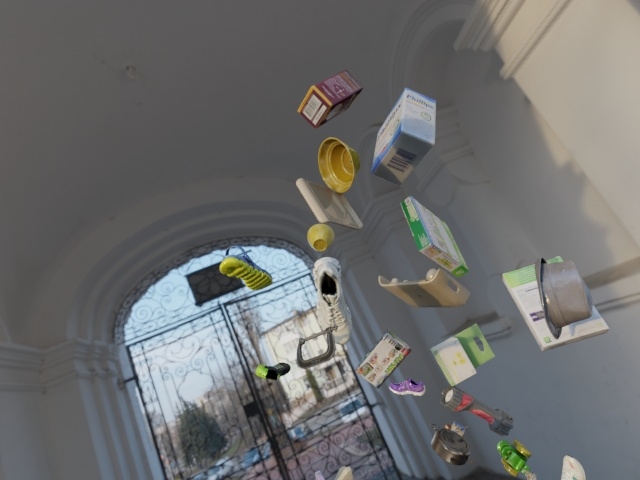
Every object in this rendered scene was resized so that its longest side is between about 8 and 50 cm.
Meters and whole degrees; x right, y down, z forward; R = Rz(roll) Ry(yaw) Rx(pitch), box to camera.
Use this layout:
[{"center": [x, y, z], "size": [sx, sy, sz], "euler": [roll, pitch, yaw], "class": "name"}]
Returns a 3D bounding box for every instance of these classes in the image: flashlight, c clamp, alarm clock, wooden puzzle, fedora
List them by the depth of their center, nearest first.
[{"center": [-0.010, 0.290, 1.151], "size": [0.161, 0.137, 0.022], "euler": [-33, -40, 22], "class": "c clamp"}, {"center": [0.791, 0.172, 1.297], "size": [0.124, 0.275, 0.243], "euler": [-20, -53, 35], "class": "fedora"}, {"center": [0.463, 0.730, 1.463], "size": [0.130, 0.064, 0.192], "euler": [13, 10, -23], "class": "alarm clock"}, {"center": [0.033, -0.130, 1.527], "size": [0.239, 0.220, 0.044], "euler": [6, -46, -48], "class": "wooden puzzle"}, {"center": [0.666, 0.733, 1.720], "size": [0.103, 0.304, 0.103], "euler": [-54, 5, 48], "class": "flashlight"}]

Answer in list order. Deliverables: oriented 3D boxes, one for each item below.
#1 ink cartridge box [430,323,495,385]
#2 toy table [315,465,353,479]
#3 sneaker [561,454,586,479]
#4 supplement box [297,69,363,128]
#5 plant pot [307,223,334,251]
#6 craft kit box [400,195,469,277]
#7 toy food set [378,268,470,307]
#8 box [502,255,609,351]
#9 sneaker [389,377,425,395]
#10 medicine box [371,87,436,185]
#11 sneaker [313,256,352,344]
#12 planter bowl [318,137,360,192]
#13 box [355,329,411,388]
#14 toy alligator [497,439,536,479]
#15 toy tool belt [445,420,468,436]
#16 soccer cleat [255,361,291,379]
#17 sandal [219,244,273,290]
[{"center": [0.615, 0.486, 1.720], "size": [0.235, 0.171, 0.056], "euler": [-28, -3, -1], "class": "ink cartridge box"}, {"center": [0.090, 1.223, 1.954], "size": [0.161, 0.274, 0.252], "euler": [-14, -60, -14], "class": "toy table"}, {"center": [0.783, 0.763, 1.262], "size": [0.076, 0.161, 0.057], "euler": [-6, -1, -25], "class": "sneaker"}, {"center": [0.032, -0.429, 1.219], "size": [0.188, 0.081, 0.104], "euler": [-43, -1, -39], "class": "supplement box"}, {"center": [0.000, 0.000, 1.934], "size": [0.134, 0.134, 0.095], "euler": [-31, 23, 18], "class": "plant pot"}, {"center": [0.415, -0.016, 1.471], "size": [0.247, 0.249, 0.061], "euler": [28, -55, -32], "class": "craft kit box"}, {"center": [0.422, 0.190, 1.667], "size": [0.220, 0.092, 0.306], "euler": [35, -28, -30], "class": "toy food set"}, {"center": [0.874, 0.232, 1.523], "size": [0.233, 0.321, 0.058], "euler": [-19, -37, 7], "class": "box"}, {"center": [0.402, 0.671, 1.868], "size": [0.170, 0.071, 0.068], "euler": [-8, 3, 27], "class": "sneaker"}, {"center": [0.346, -0.429, 1.679], "size": [0.149, 0.289, 0.263], "euler": [20, -36, -10], "class": "medicine box"}, {"center": [0.036, 0.204, 1.274], "size": [0.110, 0.291, 0.118], "euler": [-13, 11, 1], "class": "sneaker"}, {"center": [0.091, -0.303, 1.586], "size": [0.090, 0.217, 0.217], "euler": [-22, -16, -31], "class": "planter bowl"}, {"center": [0.240, 0.458, 1.550], "size": [0.207, 0.114, 0.036], "euler": [-53, -2, 13], "class": "box"}, {"center": [0.391, 0.441, 0.818], "size": [0.056, 0.051, 0.190], "euler": [-56, -20, -1], "class": "toy alligator"}, {"center": [0.554, 0.759, 1.638], "size": [0.051, 0.083, 0.052], "euler": [-60, 8, 17], "class": "toy tool belt"}, {"center": [-0.168, 0.500, 1.525], "size": [0.179, 0.072, 0.060], "euler": [17, -88, -50], "class": "soccer cleat"}, {"center": [-0.324, 0.120, 1.812], "size": [0.126, 0.138, 0.317], "euler": [-27, -40, 14], "class": "sandal"}]
